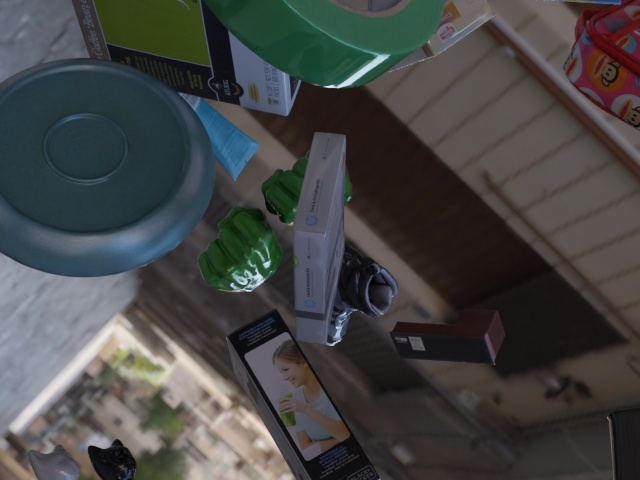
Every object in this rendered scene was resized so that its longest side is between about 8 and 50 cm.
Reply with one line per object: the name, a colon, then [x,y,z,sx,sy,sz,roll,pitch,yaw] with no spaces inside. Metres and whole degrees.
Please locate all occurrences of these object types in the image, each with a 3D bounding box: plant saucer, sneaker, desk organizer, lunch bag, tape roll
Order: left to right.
plant saucer: [-0.284,-0.104,1.528,0.317,0.317,0.044,-48,168,-29]
tape roll: [-0.010,-0.314,1.292,0.077,0.321,0.321,-31,-167,41]
sneaker: [0.056,0.115,2.283,0.101,0.153,0.269,-47,150,-35]
desk organizer: [0.157,0.116,1.552,0.130,0.047,0.050,1,-139,31]
lunch bag: [0.496,-0.269,1.862,0.293,0.258,0.120,-32,153,-46]

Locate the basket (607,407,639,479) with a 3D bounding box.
basket: [0.363,0.288,1.194,0.154,0.204,0.227,45,52,-60]

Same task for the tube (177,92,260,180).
tube: [-0.192,-0.195,2.149,0.080,0.207,0.052,-54,-149,-11]

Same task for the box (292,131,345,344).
box: [0.000,0.000,1.366,0.186,0.038,0.145,91,8,-49]

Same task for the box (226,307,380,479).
box: [-0.025,0.259,1.801,0.087,0.290,0.169,-28,159,-11]

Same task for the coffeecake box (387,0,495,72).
coffeecake box: [0.193,-0.369,2.195,0.142,0.068,0.185,-35,-168,-20]

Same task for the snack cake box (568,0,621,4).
snack cake box: [0.245,-0.380,1.556,0.089,0.264,0.152,-59,152,-69]

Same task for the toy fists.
toy fists: [-0.071,-0.030,1.918,0.279,0.096,0.142,-41,168,3]

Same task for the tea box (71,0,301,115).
tea box: [-0.176,-0.383,1.819,0.329,0.323,0.220,88,16,-63]

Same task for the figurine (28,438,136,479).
figurine: [-0.326,0.390,1.849,0.092,0.210,0.215,-34,158,23]
